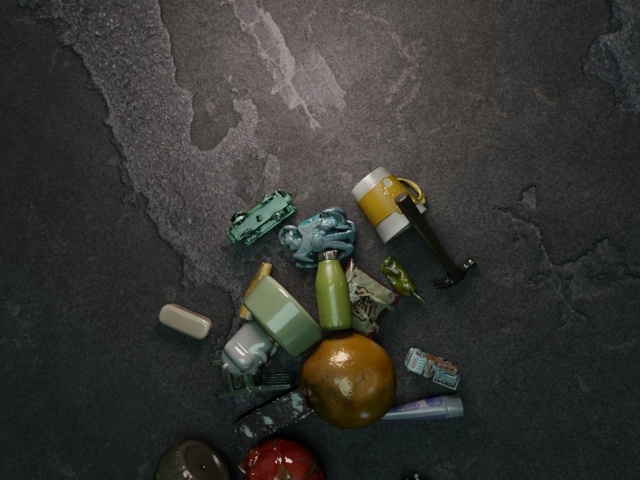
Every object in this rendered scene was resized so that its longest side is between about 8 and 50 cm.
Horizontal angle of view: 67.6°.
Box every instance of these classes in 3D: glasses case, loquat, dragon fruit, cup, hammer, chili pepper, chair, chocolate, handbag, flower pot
[{"bbox_3d":[-0.503,0.302,1.782,0.196,0.050,0.083,24,93,4],"label":"glasses case"},{"bbox_3d":[0.092,0.467,1.594,0.328,0.328,0.328,0,93,6],"label":"loquat"},{"bbox_3d":[-0.123,0.841,1.662,0.343,0.277,0.277,26,95,5],"label":"dragon fruit"},{"bbox_3d":[0.247,-0.135,1.637,0.241,0.185,0.226,-36,82,-28],"label":"cup"},{"bbox_3d":[0.364,0.001,1.560,0.168,0.044,0.440,-41,124,0],"label":"hammer"},{"bbox_3d":[0.290,0.151,1.684,0.072,0.073,0.204,-42,77,24],"label":"chili pepper"},{"bbox_3d":[-0.239,0.460,1.720,0.270,0.136,0.147,-11,93,8],"label":"chair"},{"bbox_3d":[-0.229,0.185,1.741,0.086,0.085,0.219,20,90,5],"label":"chocolate"},{"bbox_3d":[0.137,0.209,1.673,0.235,0.127,0.213,36,93,2],"label":"handbag"},{"bbox_3d":[-0.455,0.876,1.694,0.302,0.302,0.213,38,95,3],"label":"flower pot"},{"bbox_3d":[-0.156,0.620,1.735,0.321,0.112,0.112,-31,88,8],"label":"chocolate"}]

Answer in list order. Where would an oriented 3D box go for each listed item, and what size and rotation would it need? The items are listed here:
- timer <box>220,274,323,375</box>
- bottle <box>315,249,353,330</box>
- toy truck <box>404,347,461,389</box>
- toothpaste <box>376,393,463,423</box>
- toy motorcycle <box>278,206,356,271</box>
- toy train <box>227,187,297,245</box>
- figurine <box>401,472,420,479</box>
[{"bbox_3d":[-0.194,0.322,1.592,0.291,0.291,0.315,45,78,2],"label":"timer"},{"bbox_3d":[0.039,0.164,1.584,0.112,0.112,0.260,-8,83,6],"label":"bottle"},{"bbox_3d":[0.388,0.447,1.666,0.178,0.115,0.080,21,95,6],"label":"toy truck"},{"bbox_3d":[0.313,0.613,1.691,0.371,0.125,0.080,-12,57,4],"label":"toothpaste"},{"bbox_3d":[0.000,0.000,1.676,0.260,0.154,0.206,-24,113,14],"label":"toy motorcycle"},{"bbox_3d":[-0.209,-0.086,1.680,0.269,0.154,0.115,-37,90,7],"label":"toy train"},{"bbox_3d":[0.374,0.928,1.676,0.226,0.183,0.160,42,87,15],"label":"figurine"}]
